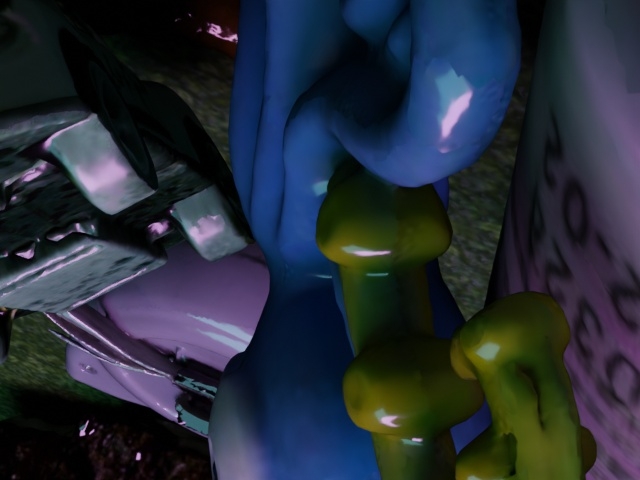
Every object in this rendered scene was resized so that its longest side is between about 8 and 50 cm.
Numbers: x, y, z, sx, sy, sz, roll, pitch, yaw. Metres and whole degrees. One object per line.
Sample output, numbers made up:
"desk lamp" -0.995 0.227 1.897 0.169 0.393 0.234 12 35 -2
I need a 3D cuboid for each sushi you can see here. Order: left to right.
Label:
"sushi" -0.135 0.246 1.131 0.349 0.207 0.234 11 156 27

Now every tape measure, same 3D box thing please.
"tape measure" -0.052 0.055 0.840 0.196 0.105 0.178 20 151 9

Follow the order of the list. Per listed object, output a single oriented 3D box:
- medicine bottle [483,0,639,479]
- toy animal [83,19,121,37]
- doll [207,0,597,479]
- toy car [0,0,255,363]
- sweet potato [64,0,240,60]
"medicine bottle" 0.162 0.029 0.511 0.219 0.219 0.388 19 151 9
"toy animal" -0.153 -0.101 0.665 0.137 0.098 0.098 -10 139 26
"doll" 0.000 0.000 0.504 0.099 0.341 0.346 -11 -179 -7
"toy car" -0.123 -0.031 0.558 0.136 0.125 0.306 -26 171 5
"sweet potato" -0.128 -0.135 0.622 0.265 0.057 0.057 33 151 -15
